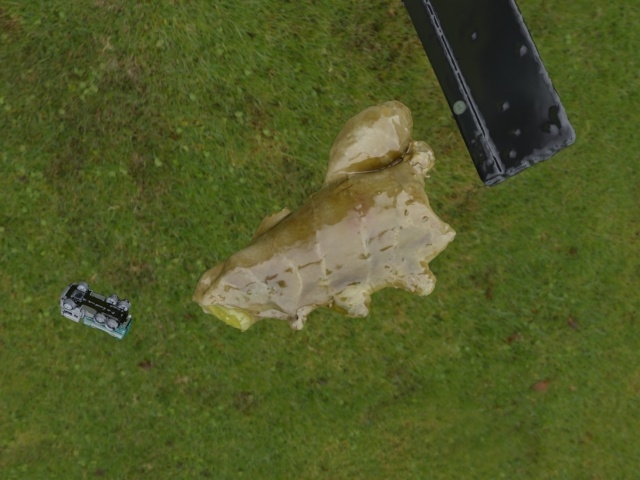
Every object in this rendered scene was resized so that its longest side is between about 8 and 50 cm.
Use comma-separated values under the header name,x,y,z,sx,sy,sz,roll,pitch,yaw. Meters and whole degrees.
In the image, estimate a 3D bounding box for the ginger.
name,x,y,z,sx,sy,sz,roll,pitch,yaw
ginger,0.014,0.005,0.405,0.115,0.081,0.205,44,96,-10

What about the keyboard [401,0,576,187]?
name,x,y,z,sx,sy,sz,roll,pitch,yaw
keyboard,0.095,-0.153,0.381,0.023,0.231,0.072,-12,167,-43

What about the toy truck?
name,x,y,z,sx,sy,sz,roll,pitch,yaw
toy truck,-0.265,0.085,0.679,0.083,0.039,0.044,25,131,-7
